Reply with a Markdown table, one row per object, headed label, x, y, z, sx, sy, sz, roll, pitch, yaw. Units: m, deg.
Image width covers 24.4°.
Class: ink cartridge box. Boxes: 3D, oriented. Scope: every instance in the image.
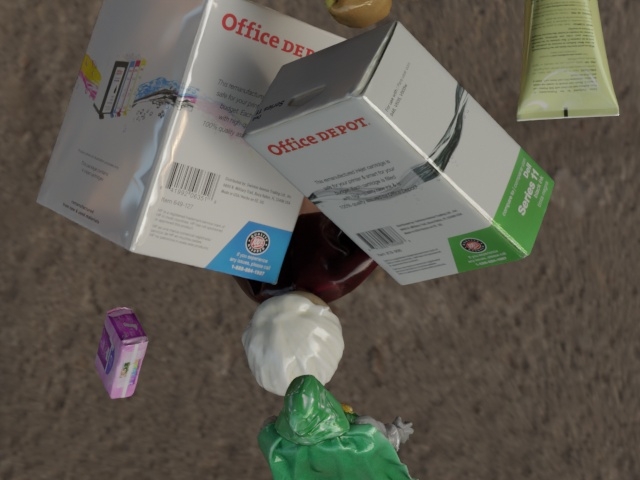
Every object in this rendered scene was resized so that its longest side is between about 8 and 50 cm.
| label | x | y | z | sx | sy | sz | roll | pitch | yaw |
| --- | --- | --- | --- | --- | --- | --- | --- | --- | --- |
| ink cartridge box | 0.064 | -0.066 | 1.207 | 0.153 | 0.208 | 0.087 | -13 | 43 | 48 |
| ink cartridge box | -0.113 | -0.105 | 1.324 | 0.168 | 0.171 | 0.233 | 23 | 96 | 48 |

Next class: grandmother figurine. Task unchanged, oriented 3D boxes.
| label | x | y | z | sx | sy | sz | roll | pitch | yaw |
| --- | --- | --- | --- | --- | --- | --- | --- | --- | --- |
| grandmother figurine | 0.000 | 0.000 | 1.395 | 0.208 | 0.104 | 0.342 | -24 | 36 | 34 |

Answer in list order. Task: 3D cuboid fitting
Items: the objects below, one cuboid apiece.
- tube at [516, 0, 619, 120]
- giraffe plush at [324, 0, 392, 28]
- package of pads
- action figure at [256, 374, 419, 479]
| label | x | y | z | sx | sy | sz | roll | pitch | yaw |
| --- | --- | --- | --- | --- | --- | --- | --- | --- | --- |
| tube | 0.226 | -0.218 | 1.398 | 0.070 | 0.062 | 0.240 | -28 | 52 | 44 |
| giraffe plush | 0.016 | -0.285 | 1.239 | 0.181 | 0.170 | 0.210 | -31 | 97 | -8 |
| package of pads | -0.197 | 0.111 | 1.458 | 0.032 | 0.083 | 0.050 | -10 | 49 | -30 |
| action figure | 0.015 | 0.141 | 0.920 | 0.137 | 0.232 | 0.063 | -4 | 62 | 11 |
